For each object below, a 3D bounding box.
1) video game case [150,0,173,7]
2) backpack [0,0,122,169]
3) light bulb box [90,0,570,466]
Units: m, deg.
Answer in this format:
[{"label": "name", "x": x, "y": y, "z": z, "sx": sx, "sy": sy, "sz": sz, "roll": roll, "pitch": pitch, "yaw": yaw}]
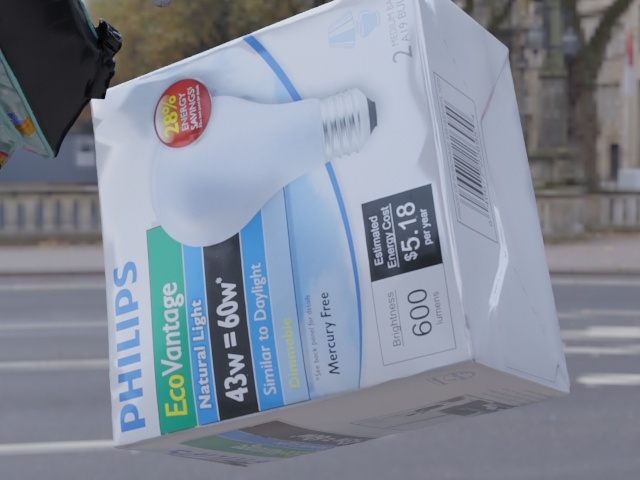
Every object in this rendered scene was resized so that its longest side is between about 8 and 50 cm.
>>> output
[{"label": "video game case", "x": -0.096, "y": -0.347, "z": 0.772, "sx": 0.300, "sy": 0.329, "sz": 0.036, "roll": 40, "pitch": -8, "yaw": 0}, {"label": "backpack", "x": -0.236, "y": -0.128, "z": 0.791, "sx": 0.188, "sy": 0.144, "sz": 0.166, "roll": 25, "pitch": -24, "yaw": 26}, {"label": "light bulb box", "x": 0.000, "y": 0.000, "z": 1.258, "sx": 0.361, "sy": 0.358, "sz": 0.225, "roll": -17, "pitch": -21, "yaw": 27}]
